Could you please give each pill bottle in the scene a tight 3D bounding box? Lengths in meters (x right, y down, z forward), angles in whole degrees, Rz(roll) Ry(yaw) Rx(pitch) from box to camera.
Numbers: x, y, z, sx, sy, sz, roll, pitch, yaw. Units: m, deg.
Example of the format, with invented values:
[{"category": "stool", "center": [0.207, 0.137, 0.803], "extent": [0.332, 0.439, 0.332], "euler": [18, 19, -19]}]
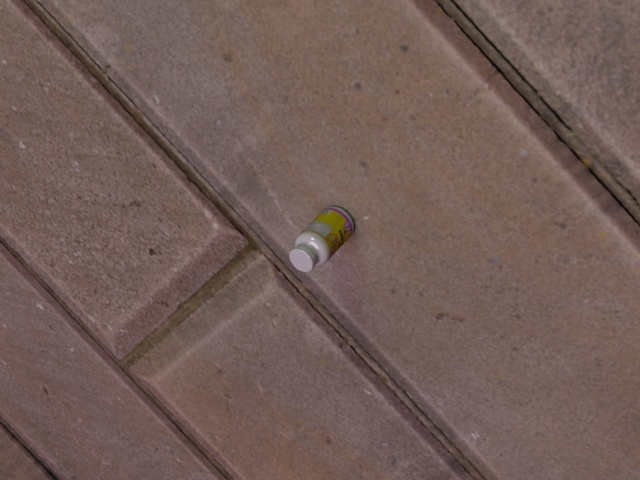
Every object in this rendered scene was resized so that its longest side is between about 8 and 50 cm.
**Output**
[{"category": "pill bottle", "center": [0.000, 0.000, 1.259], "extent": [0.043, 0.083, 0.043], "euler": [21, 134, 24]}]
